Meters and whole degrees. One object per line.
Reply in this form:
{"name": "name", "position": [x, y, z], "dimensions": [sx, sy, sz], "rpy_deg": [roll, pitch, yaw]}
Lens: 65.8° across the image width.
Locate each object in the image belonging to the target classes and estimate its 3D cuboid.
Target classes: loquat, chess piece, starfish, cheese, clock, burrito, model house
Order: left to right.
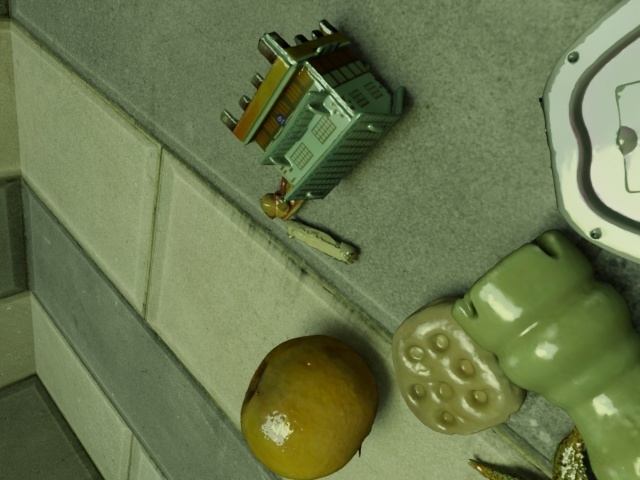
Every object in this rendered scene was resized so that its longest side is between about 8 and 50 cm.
{"name": "loquat", "position": [-0.015, 0.325, 0.980], "dimensions": [0.275, 0.275, 0.274], "rpy_deg": [17, 117, 39]}
{"name": "model house", "position": [-0.011, -0.206, 0.816], "dimensions": [0.215, 0.198, 0.224], "rpy_deg": [48, 132, 3]}
{"name": "burrito", "position": [0.000, 0.000, 0.995], "dimensions": [0.185, 0.041, 0.045], "rpy_deg": [27, 140, 32]}
{"name": "cheese", "position": [0.224, 0.207, 0.804], "dimensions": [0.218, 0.117, 0.235], "rpy_deg": [27, 125, 31]}
{"name": "starfish", "position": [0.411, 0.443, 0.742], "dimensions": [0.358, 0.078, 0.347], "rpy_deg": [51, 127, 23]}
{"name": "chess piece", "position": [0.367, 0.202, 0.601], "dimensions": [0.442, 0.234, 0.234], "rpy_deg": [51, 133, 21]}
{"name": "clock", "position": [0.412, -0.119, 0.514], "dimensions": [0.339, 0.102, 0.338], "rpy_deg": [17, 116, 38]}

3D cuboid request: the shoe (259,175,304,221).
{"name": "shoe", "position": [-0.073, -0.090, 1.012], "dimensions": [0.069, 0.072, 0.109], "rpy_deg": [36, 146, -22]}
